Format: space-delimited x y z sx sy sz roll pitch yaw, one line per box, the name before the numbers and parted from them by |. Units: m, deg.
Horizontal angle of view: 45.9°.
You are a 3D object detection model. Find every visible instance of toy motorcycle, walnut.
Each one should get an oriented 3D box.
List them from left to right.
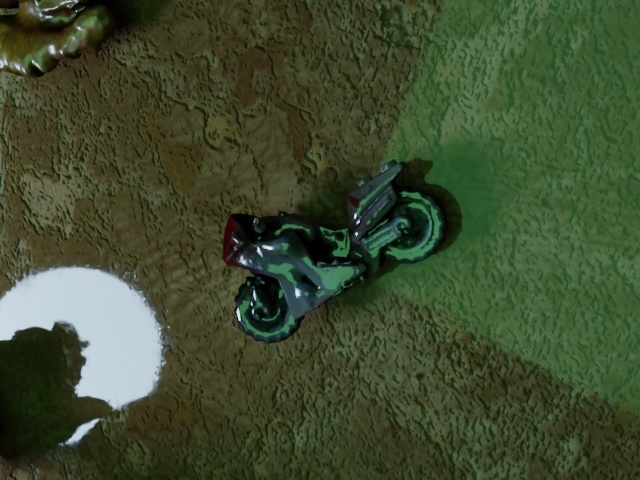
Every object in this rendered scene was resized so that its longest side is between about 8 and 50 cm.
walnut | -0.276 -0.238 0.772 0.170 0.069 0.142 0 95 24
toy motorcycle | 0.000 0.000 0.666 0.213 0.082 0.122 -31 93 17
